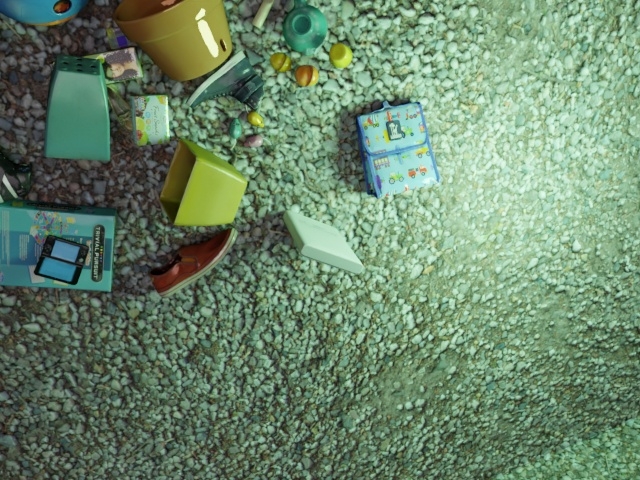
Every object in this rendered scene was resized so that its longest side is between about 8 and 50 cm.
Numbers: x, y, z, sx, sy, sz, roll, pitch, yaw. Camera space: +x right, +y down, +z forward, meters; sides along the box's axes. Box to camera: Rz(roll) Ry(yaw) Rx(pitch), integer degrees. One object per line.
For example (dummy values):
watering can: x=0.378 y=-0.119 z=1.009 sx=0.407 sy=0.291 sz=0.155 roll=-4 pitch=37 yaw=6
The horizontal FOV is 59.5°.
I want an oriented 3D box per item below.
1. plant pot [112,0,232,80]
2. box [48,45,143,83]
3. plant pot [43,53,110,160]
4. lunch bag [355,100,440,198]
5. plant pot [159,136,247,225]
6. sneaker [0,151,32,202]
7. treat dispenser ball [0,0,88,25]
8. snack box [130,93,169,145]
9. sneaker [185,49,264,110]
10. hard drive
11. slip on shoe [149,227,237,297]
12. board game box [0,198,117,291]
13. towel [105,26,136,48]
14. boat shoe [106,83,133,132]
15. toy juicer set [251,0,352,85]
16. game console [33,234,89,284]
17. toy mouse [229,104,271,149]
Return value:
plant pot: x=-0.365 y=-0.566 z=1.488 sx=0.290 sy=0.291 sz=0.204 roll=-29 pitch=132 yaw=-2
box: x=-0.621 y=-0.477 z=1.561 sx=0.232 sy=0.058 sz=0.087 roll=-15 pitch=115 yaw=-8
plant pot: x=-0.648 y=-0.360 z=1.496 sx=0.165 sy=0.165 sz=0.234 roll=0 pitch=129 yaw=-23
lunch bag: x=0.242 y=-0.310 z=1.835 sx=0.220 sy=0.138 sz=0.293 roll=-16 pitch=102 yaw=-7
plant pot: x=-0.346 y=-0.161 z=1.692 sx=0.187 sy=0.212 sz=0.212 roll=13 pitch=109 yaw=-32
sneaker: x=-0.893 y=-0.225 z=1.592 sx=0.121 sy=0.079 sz=0.217 roll=-19 pitch=110 yaw=-24
treat dispenser ball: x=-0.690 y=-0.666 z=1.337 sx=0.288 sy=0.288 sz=0.288 roll=-5 pitch=113 yaw=-13
snack box: x=-0.497 y=-0.353 z=1.637 sx=0.100 sy=0.037 sz=0.141 roll=-14 pitch=117 yaw=-36
sneaker: x=-0.270 y=-0.424 z=1.653 sx=0.226 sy=0.086 sz=0.163 roll=-39 pitch=109 yaw=2
hard drive: x=0.000 y=0.000 z=1.779 sx=0.203 sy=0.307 sz=0.040 roll=20 pitch=106 yaw=-21
slip on shoe: x=-0.409 y=0.057 z=1.807 sx=0.331 sy=0.123 sz=0.101 roll=-34 pitch=112 yaw=6
board game box: x=-0.805 y=0.017 z=1.703 sx=0.335 sy=0.079 sz=0.254 roll=5 pitch=110 yaw=-17
towel: x=-0.548 y=-0.569 z=1.558 sx=0.083 sy=0.009 sz=0.060 roll=-15 pitch=94 yaw=-7
boat shoe: x=-0.576 y=-0.380 z=1.617 sx=0.056 sy=0.048 sz=0.153 roll=-25 pitch=116 yaw=-4
toy juicer set: x=-0.077 y=-0.599 z=1.643 sx=0.209 sy=0.089 sz=0.329 roll=-38 pitch=91 yaw=12
game console: x=-0.759 y=0.057 z=1.647 sx=0.122 sy=0.071 sz=0.107 roll=20 pitch=106 yaw=-21
toy mouse: x=-0.230 y=-0.329 z=1.737 sx=0.143 sy=0.031 sz=0.161 roll=-43 pitch=116 yaw=5
